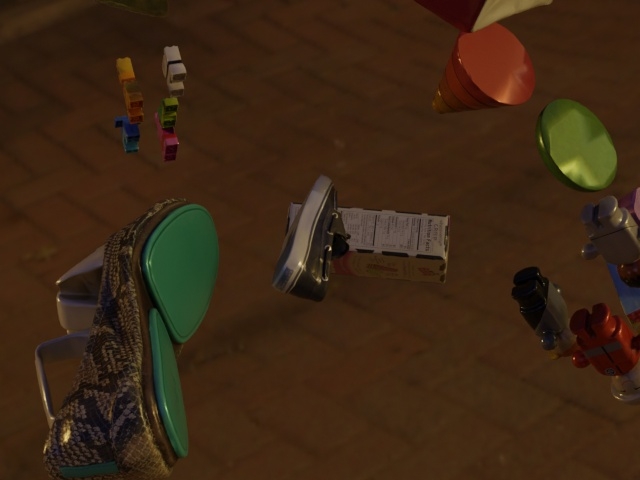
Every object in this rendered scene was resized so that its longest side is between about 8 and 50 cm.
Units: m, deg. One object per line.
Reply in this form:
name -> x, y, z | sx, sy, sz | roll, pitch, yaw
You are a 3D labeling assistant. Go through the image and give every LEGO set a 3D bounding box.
LEGO set -> -0.246, -0.204, 2.060 | 0.087, 0.227, 0.093 | -10, 64, -15

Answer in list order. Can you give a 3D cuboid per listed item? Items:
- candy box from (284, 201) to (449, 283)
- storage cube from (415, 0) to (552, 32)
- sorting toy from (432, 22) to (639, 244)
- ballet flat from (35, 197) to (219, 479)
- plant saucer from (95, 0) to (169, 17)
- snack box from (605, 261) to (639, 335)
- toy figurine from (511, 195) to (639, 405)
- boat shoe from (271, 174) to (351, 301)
candy box -> 0.071, 0.005, 2.150 | 0.233, 0.071, 0.159 | 6, -14, 5
storage cube -> 0.133, -0.324, 1.303 | 0.193, 0.215, 0.183 | 36, 31, 18
sorting toy -> 0.273, -0.114, 1.863 | 0.126, 0.365, 0.127 | -35, 18, 46
ballet flat -> -0.224, 0.100, 1.618 | 0.182, 0.164, 0.483 | -13, 29, 8
plant saucer -> -0.252, -0.279, 1.420 | 0.240, 0.037, 0.241 | 22, 13, -6
snack box -> 0.492, 0.112, 2.133 | 0.070, 0.207, 0.174 | -26, 33, 14
toy figurine -> 0.358, 0.071, 1.743 | 0.213, 0.148, 0.209 | -46, 30, -10
boat shoe -> 0.000, 0.000, 1.828 | 0.076, 0.080, 0.228 | 27, 30, -6
